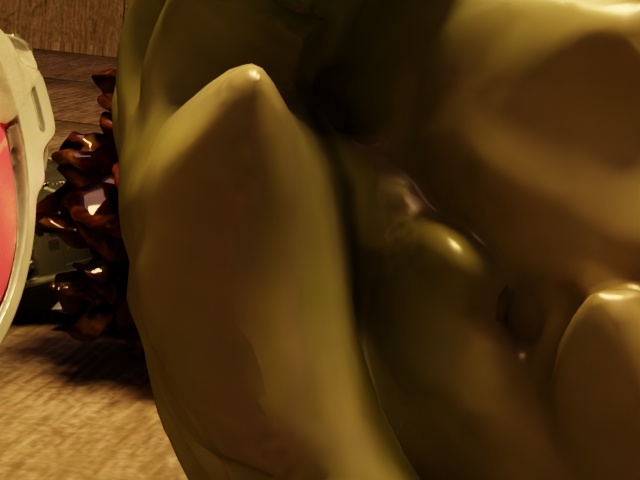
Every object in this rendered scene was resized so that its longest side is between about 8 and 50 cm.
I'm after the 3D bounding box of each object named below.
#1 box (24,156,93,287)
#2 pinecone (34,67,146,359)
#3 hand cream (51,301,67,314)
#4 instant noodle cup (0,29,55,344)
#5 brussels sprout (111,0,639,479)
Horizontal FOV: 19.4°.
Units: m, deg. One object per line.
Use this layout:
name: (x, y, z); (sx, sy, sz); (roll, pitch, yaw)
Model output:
box: (-0.250, -0.003, 1.211); (0.270, 0.045, 0.211); (-13, 18, -32)
pinecone: (-0.045, -0.040, 1.098); (0.272, 0.224, 0.224); (-34, 18, -8)
hand cream: (-0.132, 0.025, 1.249); (0.065, 0.043, 0.170); (2, 12, 2)
instant noodle cup: (-0.294, -0.027, 0.957); (0.182, 0.258, 0.302); (-6, 2, 30)
brussels sprout: (0.134, 0.017, 0.650); (0.425, 0.342, 0.361); (8, -18, -7)
